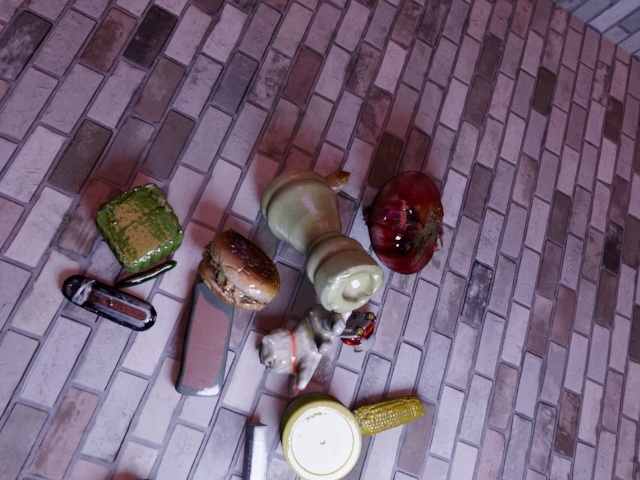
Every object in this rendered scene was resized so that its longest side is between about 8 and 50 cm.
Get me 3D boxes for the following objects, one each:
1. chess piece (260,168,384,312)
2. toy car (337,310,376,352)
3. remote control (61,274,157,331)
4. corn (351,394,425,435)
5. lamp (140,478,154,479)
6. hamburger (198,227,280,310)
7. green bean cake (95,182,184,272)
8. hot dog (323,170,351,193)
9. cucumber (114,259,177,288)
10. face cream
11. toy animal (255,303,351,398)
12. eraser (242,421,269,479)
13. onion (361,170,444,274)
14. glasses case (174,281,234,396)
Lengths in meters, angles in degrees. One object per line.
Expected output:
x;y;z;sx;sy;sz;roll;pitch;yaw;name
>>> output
0.000;0.000;1.490;0.234;0.234;0.442;-9;43;-23;chess piece
0.131;0.300;1.652;0.139;0.112;0.112;-38;107;-34;toy car
-0.577;0.170;1.418;0.266;0.066;0.090;27;65;-14;remote control
0.208;0.544;1.618;0.261;0.097;0.097;-6;79;-22;corn
-0.431;0.691;1.283;0.140;0.182;0.182;2;76;-24;lamp
-0.227;0.085;1.497;0.243;0.286;0.146;26;109;-45;hamburger
-0.512;-0.038;1.471;0.200;0.113;0.214;-33;90;-24;green bean cake
0.028;-0.185;1.749;0.169;0.061;0.078;-19;51;-5;hot dog
-0.499;0.100;1.486;0.184;0.033;0.036;-24;104;-23;cucumber
-0.004;0.549;1.458;0.218;0.179;0.218;1;80;-6;face cream
-0.054;0.275;1.486;0.188;0.308;0.266;36;63;5;toy animal
-0.184;0.625;1.444;0.046;0.092;0.213;9;74;-20;eraser
0.259;-0.063;1.723;0.347;0.285;0.348;-20;116;-49;onion
-0.326;0.282;1.484;0.131;0.074;0.323;12;73;-20;glasses case
